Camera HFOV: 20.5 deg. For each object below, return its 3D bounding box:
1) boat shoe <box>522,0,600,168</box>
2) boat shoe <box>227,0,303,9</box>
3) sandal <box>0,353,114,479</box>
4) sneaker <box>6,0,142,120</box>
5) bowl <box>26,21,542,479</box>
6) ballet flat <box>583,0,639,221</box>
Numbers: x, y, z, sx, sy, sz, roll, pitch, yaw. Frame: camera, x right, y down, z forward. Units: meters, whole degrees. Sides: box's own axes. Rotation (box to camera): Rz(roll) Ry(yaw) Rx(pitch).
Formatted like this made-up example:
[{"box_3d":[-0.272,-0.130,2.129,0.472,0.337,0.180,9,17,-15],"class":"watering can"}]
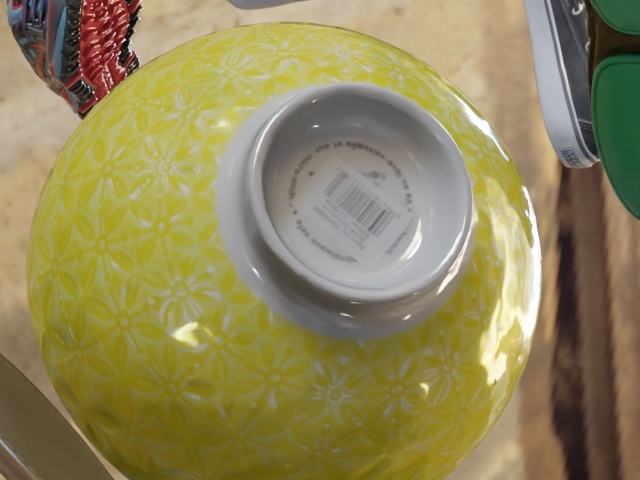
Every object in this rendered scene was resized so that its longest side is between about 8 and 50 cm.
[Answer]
[{"box_3d":[0.180,-0.163,1.198,0.080,0.076,0.228,30,-130,-53],"class":"boat shoe"},{"box_3d":[0.001,-0.304,1.535,0.156,0.367,0.136,40,-117,-36],"class":"boat shoe"},{"box_3d":[-0.159,0.065,0.642,0.079,0.088,0.240,-37,-63,3],"class":"sandal"},{"box_3d":[-0.240,-0.193,1.601,0.104,0.125,0.262,-51,-5,-17],"class":"sneaker"},{"box_3d":[0.000,0.000,0.924,0.289,0.156,0.289,5,-109,-15],"class":"bowl"},{"box_3d":[0.200,-0.131,1.022,0.096,0.095,0.280,-52,-39,-30],"class":"ballet flat"}]
